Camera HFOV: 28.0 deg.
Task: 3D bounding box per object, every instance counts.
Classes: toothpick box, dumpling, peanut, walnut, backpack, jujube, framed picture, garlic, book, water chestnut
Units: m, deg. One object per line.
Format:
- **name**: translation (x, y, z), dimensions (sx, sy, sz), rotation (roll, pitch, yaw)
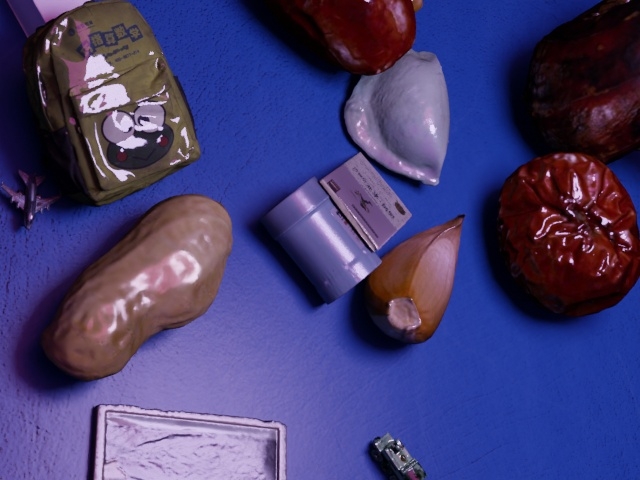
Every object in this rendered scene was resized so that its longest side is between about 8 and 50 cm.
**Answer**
- **toothpick box**: translation (0.000, 0.000, 1.786), dimensions (0.101, 0.101, 0.153), rotation (-40, 93, -33)
- **dumpling**: translation (0.124, -0.182, 1.934), dimensions (0.105, 0.149, 0.217), rotation (15, 65, -65)
- **peanut**: translation (-0.217, 0.059, 1.629), dimensions (0.147, 0.147, 0.319), rotation (46, 55, -4)
- **walnut**: translation (0.041, -0.390, 1.894), dimensions (0.244, 0.221, 0.269), rotation (-45, 111, -14)
- **backpack**: translation (-0.279, -0.182, 1.667), dimensions (0.207, 0.140, 0.253), rotation (-27, 106, -32)
- **jujube**: translation (0.368, -0.005, 1.925), dimensions (0.213, 0.213, 0.232), rotation (0, 66, -27)
- **framed picture**: translation (-0.165, 0.312, 1.630), dimensions (0.265, 0.018, 0.192), rotation (9, 66, -24)
- **garlic**: translation (0.128, 0.060, 1.827), dimensions (0.115, 0.128, 0.207), rotation (11, 52, 26)
- **book**: translation (0.068, -0.059, 1.840), dimensions (0.127, 0.014, 0.181), rotation (52, 25, -1)
- **water chestnut**: translation (0.494, -0.231, 2.004), dimensions (0.350, 0.350, 0.302), rotation (-37, 102, -33)

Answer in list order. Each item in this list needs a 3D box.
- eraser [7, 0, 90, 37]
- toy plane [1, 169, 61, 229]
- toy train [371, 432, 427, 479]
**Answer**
- **eraser**: translation (-0.402, -0.383, 1.741), dimensions (0.078, 0.076, 0.298), rotation (-28, 85, -32)
- **toy plane**: translation (-0.374, -0.051, 1.653), dimensions (0.078, 0.031, 0.083), rotation (11, 66, -23)
- **toy train**: translation (0.105, 0.301, 1.750), dimensions (0.033, 0.053, 0.083), rotation (-34, 90, -32)
